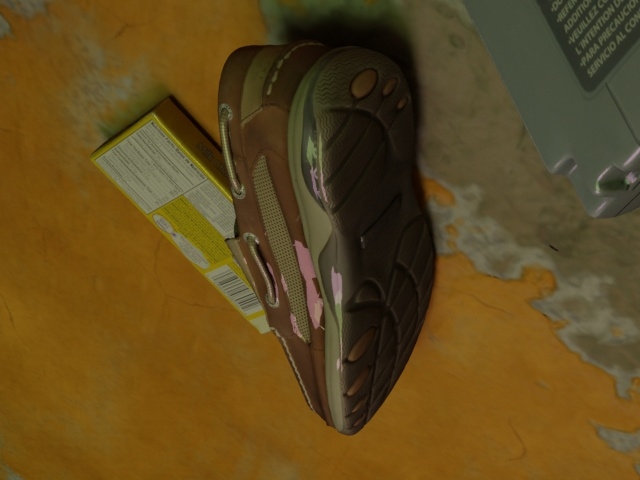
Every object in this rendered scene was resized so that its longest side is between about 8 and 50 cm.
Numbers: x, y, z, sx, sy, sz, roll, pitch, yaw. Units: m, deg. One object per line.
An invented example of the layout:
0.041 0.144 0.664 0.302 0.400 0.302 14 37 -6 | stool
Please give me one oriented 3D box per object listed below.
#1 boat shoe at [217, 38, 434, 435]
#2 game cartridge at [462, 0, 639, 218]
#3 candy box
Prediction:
0.000 0.000 0.804 0.116 0.123 0.324 22 135 29 | boat shoe
0.149 -0.166 0.457 0.297 0.062 0.198 124 134 -54 | game cartridge
-0.080 -0.013 0.914 0.206 0.027 0.105 47 139 -16 | candy box
